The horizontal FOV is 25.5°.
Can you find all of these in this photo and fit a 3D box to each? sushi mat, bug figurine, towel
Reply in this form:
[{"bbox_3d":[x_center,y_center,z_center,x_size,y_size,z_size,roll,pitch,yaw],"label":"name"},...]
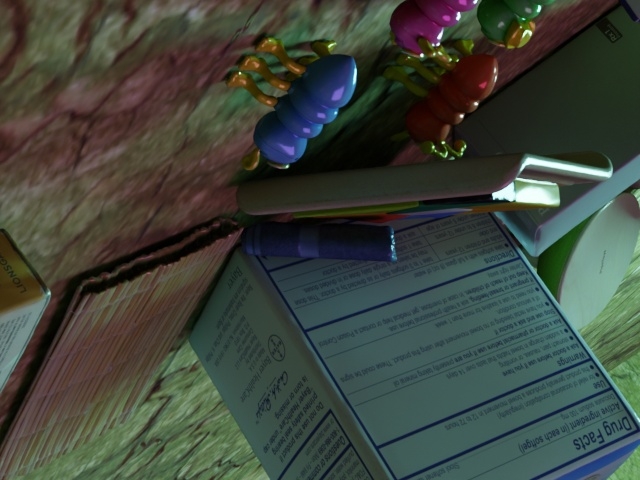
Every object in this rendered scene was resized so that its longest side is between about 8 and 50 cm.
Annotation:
[{"bbox_3d":[-0.175,0.098,1.140,0.151,0.019,0.316,-25,160,-39],"label":"sushi mat"},{"bbox_3d":[0.071,-0.127,0.956,0.216,0.072,0.279,-48,160,30],"label":"bug figurine"},{"bbox_3d":[0.000,0.000,1.102,0.120,0.029,0.067,3,180,4],"label":"towel"}]

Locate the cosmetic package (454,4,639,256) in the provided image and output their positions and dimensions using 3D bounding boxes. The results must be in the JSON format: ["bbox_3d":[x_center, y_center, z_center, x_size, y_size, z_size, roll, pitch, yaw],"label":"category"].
[{"bbox_3d":[0.247,-0.109,1.271,0.238,0.127,0.107,-37,164,-8],"label":"cosmetic package"}]

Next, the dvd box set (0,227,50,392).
[{"bbox_3d":[-0.381,0.158,0.804,0.420,0.062,0.307,-23,158,-42],"label":"dvd box set"}]

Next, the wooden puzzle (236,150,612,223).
[{"bbox_3d":[0.086,-0.037,1.075,0.221,0.044,0.239,-5,-178,28],"label":"wooden puzzle"}]

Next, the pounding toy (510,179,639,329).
[{"bbox_3d":[0.305,-0.017,1.720,0.183,0.110,0.236,5,108,-56],"label":"pounding toy"}]

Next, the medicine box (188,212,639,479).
[{"bbox_3d":[0.079,0.123,1.208,0.264,0.289,0.149,-16,154,-35],"label":"medicine box"}]

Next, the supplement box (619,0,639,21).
[{"bbox_3d":[0.212,-0.210,0.624,0.220,0.111,0.114,-33,176,-16],"label":"supplement box"}]
